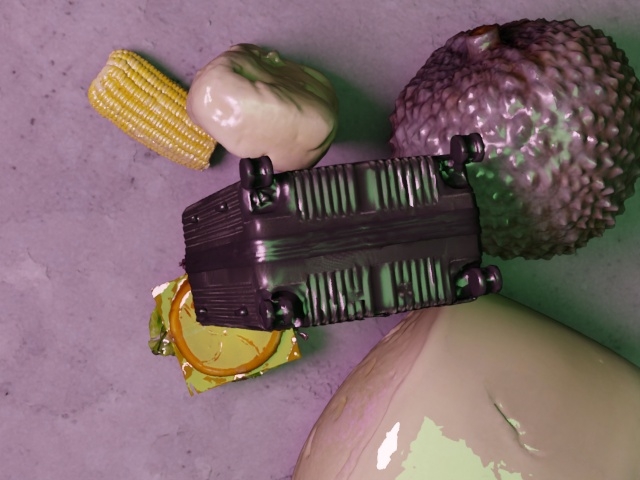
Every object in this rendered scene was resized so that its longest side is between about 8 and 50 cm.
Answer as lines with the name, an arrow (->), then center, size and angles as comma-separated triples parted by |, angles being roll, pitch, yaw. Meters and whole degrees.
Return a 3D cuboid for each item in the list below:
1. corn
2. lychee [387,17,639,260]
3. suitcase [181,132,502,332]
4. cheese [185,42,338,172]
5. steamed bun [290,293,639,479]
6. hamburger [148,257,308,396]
corn -> -0.189, -0.151, 1.178 | 0.165, 0.063, 0.085 | 33, 69, -10
lychee -> 0.215, -0.106, 1.100 | 0.300, 0.300, 0.299 | -1, 97, -5
suitcase -> 0.000, 0.000, 1.003 | 0.230, 0.335, 0.152 | -7, 89, -19
cheese -> -0.056, -0.149, 1.088 | 0.159, 0.263, 0.093 | 25, 107, -5
steamed bun -> 0.166, 0.295, 1.152 | 0.371, 0.290, 0.455 | 26, 94, -7
hamburger -> -0.112, 0.092, 1.199 | 0.190, 0.093, 0.163 | -8, 95, -6
